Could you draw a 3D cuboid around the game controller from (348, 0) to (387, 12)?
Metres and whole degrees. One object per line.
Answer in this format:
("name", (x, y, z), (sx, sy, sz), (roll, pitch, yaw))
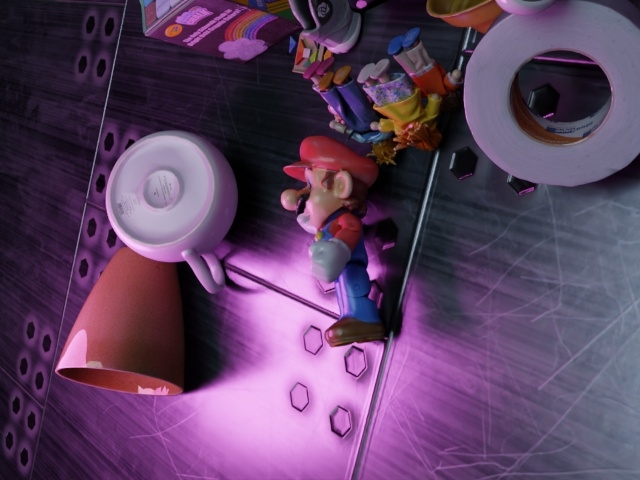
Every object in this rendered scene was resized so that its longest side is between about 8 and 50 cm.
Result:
("game controller", (0.169, -0.424, 1.096), (0.319, 0.067, 0.166), (-12, 54, 45))

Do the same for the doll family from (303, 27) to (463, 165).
("doll family", (0.084, -0.183, 1.126), (0.263, 0.163, 0.118), (-4, 51, 46))

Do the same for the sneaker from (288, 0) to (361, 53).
("sneaker", (0.014, -0.422, 1.234), (0.086, 0.132, 0.229), (7, 90, 46))

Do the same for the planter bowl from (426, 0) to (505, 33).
("planter bowl", (0.249, -0.320, 0.986), (0.217, 0.090, 0.217), (-32, 27, 19))

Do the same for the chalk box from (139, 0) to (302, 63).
("chalk box", (-0.198, -0.447, 1.340), (0.180, 0.289, 0.179), (-19, 72, 42))

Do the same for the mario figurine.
("mario figurine", (0.000, 0.000, 1.171), (0.198, 0.170, 0.320), (-21, 74, 49))

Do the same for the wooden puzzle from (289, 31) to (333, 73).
("wooden puzzle", (-0.019, -0.322, 1.340), (0.116, 0.014, 0.078), (12, 94, 46))

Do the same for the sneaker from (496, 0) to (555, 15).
("sneaker", (0.220, -0.346, 0.878), (0.123, 0.106, 0.290), (96, 179, -63))

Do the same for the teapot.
("teapot", (-0.252, -0.065, 1.435), (0.252, 0.187, 0.256), (21, 83, 18))

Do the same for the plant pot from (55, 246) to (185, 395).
("plant pot", (-0.359, 0.150, 1.506), (0.237, 0.237, 0.254), (-15, 59, 43))

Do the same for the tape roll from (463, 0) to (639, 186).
("tape roll", (0.277, -0.174, 0.894), (0.219, 0.072, 0.219), (11, 123, 18))
